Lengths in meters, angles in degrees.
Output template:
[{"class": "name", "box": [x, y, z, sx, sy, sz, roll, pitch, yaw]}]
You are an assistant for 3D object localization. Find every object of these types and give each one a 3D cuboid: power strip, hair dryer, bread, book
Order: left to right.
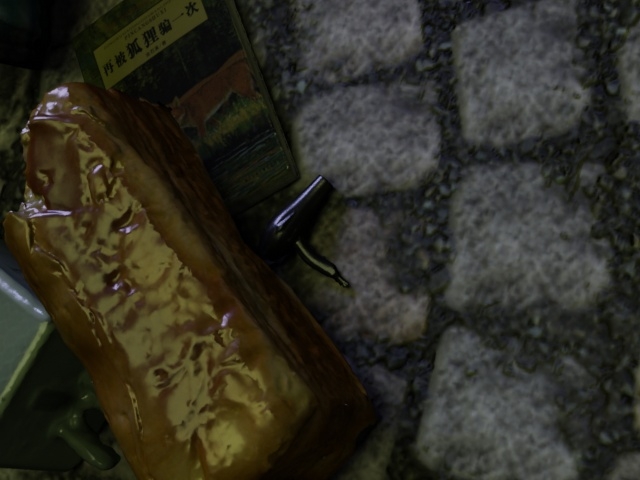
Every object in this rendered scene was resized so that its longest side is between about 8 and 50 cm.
[{"class": "power strip", "box": [-0.240, 0.103, 1.097, 0.224, 0.140, 0.139, 34, 94, 30]}, {"class": "bread", "box": [-0.111, 0.051, 1.000, 0.149, 0.195, 0.344, -41, 69, 14]}, {"class": "book", "box": [-0.120, -0.117, 1.150, 0.160, 0.024, 0.228, -29, 67, 22]}, {"class": "hair dryer", "box": [0.000, 0.000, 1.064, 0.083, 0.031, 0.079, 42, 90, 15]}]

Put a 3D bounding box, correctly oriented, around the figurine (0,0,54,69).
[{"class": "figurine", "box": [-0.247, -0.319, 1.195, 0.204, 0.185, 0.333, -5, 95, -6]}]
